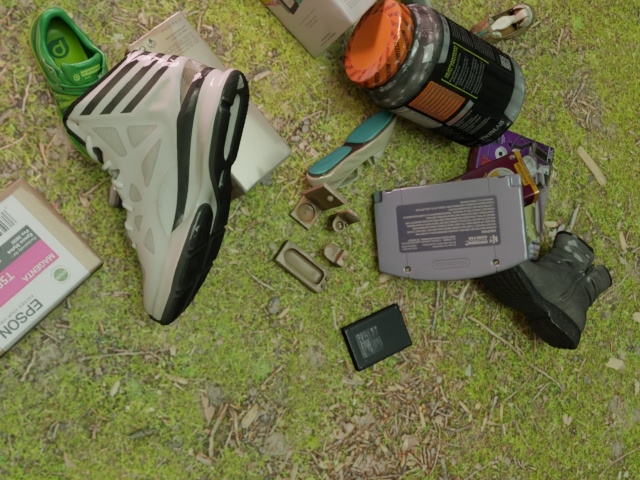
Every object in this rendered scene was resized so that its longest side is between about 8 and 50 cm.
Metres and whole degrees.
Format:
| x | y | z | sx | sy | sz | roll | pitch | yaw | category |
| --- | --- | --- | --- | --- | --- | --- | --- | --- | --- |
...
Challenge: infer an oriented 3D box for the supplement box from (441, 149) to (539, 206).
| x | y | z | sx | sy | sz | roll | pitch | yaw | category |
| --- | --- | --- | --- | --- | --- | --- | --- | --- | --- |
| 0.348 | -0.097 | 1.330 | 0.188 | 0.081 | 0.104 | -24 | 73 | 8 | supplement box |

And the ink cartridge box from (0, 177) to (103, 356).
| x | y | z | sx | sy | sz | roll | pitch | yaw | category |
| --- | --- | --- | --- | --- | --- | --- | --- | --- | --- |
| -0.506 | 0.047 | 1.024 | 0.193 | 0.088 | 0.235 | 47 | 70 | -11 | ink cartridge box |

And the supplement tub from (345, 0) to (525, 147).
| x | y | z | sx | sy | sz | roll | pitch | yaw | category |
| --- | --- | --- | --- | --- | --- | --- | --- | --- | --- |
| 0.228 | -0.330 | 1.259 | 0.337 | 0.207 | 0.207 | 17 | 79 | -33 | supplement tub |

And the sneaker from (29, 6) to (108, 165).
| x | y | z | sx | sy | sz | roll | pitch | yaw | category |
| --- | --- | --- | --- | --- | --- | --- | --- | --- | --- |
| -0.403 | -0.253 | 1.072 | 0.109 | 0.123 | 0.296 | -33 | 99 | -22 | sneaker |

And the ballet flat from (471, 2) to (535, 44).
| x | y | z | sx | sy | sz | roll | pitch | yaw | category |
| --- | --- | --- | --- | --- | --- | --- | --- | --- | --- |
| 0.443 | -0.507 | 1.468 | 0.206 | 0.067 | 0.073 | -33 | 98 | -22 | ballet flat |

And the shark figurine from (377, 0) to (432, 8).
| x | y | z | sx | sy | sz | roll | pitch | yaw | category |
| --- | --- | --- | --- | --- | --- | --- | --- | --- | --- |
| 0.189 | -0.521 | 1.369 | 0.116 | 0.166 | 0.278 | -31 | 117 | 4 | shark figurine |

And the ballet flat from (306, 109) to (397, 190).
| x | y | z | sx | sy | sz | roll | pitch | yaw | category |
| --- | --- | --- | --- | --- | --- | --- | --- | --- | --- |
| 0.073 | -0.173 | 1.292 | 0.248 | 0.086 | 0.086 | -39 | 100 | -19 | ballet flat |

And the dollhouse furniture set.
| x | y | z | sx | sy | sz | roll | pitch | yaw | category |
| --- | --- | --- | --- | --- | --- | --- | --- | --- | --- |
| 0.000 | 0.000 | 1.213 | 0.144 | 0.123 | 0.151 | 39 | 73 | -14 | dollhouse furniture set |

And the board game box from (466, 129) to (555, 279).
| x | y | z | sx | sy | sz | roll | pitch | yaw | category |
| --- | --- | --- | --- | --- | --- | --- | --- | --- | --- |
| 0.415 | -0.074 | 1.433 | 0.208 | 0.056 | 0.347 | 14 | 80 | -16 | board game box |

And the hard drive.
| x | y | z | sx | sy | sz | roll | pitch | yaw | category |
| --- | --- | --- | --- | --- | --- | --- | --- | --- | --- |
| 0.117 | 0.198 | 1.299 | 0.135 | 0.022 | 0.094 | -22 | 94 | -22 | hard drive |

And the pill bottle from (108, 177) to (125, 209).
| x | y | z | sx | sy | sz | roll | pitch | yaw | category |
| --- | --- | --- | --- | --- | --- | --- | --- | --- | --- |
| -0.312 | -0.083 | 1.124 | 0.120 | 0.067 | 0.067 | 9 | 82 | -21 | pill bottle |

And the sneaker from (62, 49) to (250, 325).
| x | y | z | sx | sy | sz | roll | pitch | yaw | category |
| --- | --- | --- | --- | --- | --- | --- | --- | --- | --- |
| -0.287 | -0.092 | 1.040 | 0.257 | 0.169 | 0.448 | 19 | 110 | 7 | sneaker |

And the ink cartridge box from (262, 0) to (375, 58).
| x | y | z | sx | sy | sz | roll | pitch | yaw | category |
| --- | --- | --- | --- | --- | --- | --- | --- | --- | --- |
| -0.010 | -0.542 | 1.217 | 0.270 | 0.197 | 0.198 | 45 | 72 | -13 | ink cartridge box |

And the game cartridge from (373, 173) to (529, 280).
| x | y | z | sx | sy | sz | roll | pitch | yaw | category |
| --- | --- | --- | --- | --- | --- | --- | --- | --- | --- |
| 0.258 | -0.018 | 1.269 | 0.296 | 0.062 | 0.198 | -5 | 91 | 20 | game cartridge |

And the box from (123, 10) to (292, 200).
| x | y | z | sx | sy | sz | roll | pitch | yaw | category |
| --- | --- | --- | --- | --- | --- | --- | --- | --- | --- |
| -0.206 | -0.231 | 1.140 | 0.121 | 0.148 | 0.311 | -43 | 100 | -19 | box |

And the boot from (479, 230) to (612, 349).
| x | y | z | sx | sy | sz | roll | pitch | yaw | category |
| --- | --- | --- | --- | --- | --- | --- | --- | --- | --- |
| 0.486 | 0.057 | 1.382 | 0.338 | 0.118 | 0.223 | 46 | 65 | -21 | boot |
